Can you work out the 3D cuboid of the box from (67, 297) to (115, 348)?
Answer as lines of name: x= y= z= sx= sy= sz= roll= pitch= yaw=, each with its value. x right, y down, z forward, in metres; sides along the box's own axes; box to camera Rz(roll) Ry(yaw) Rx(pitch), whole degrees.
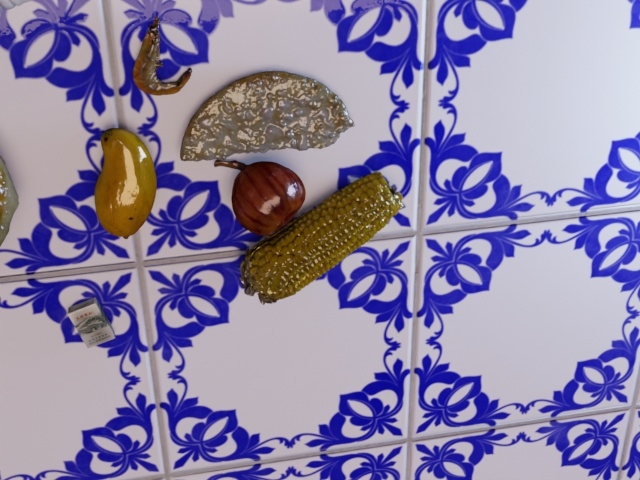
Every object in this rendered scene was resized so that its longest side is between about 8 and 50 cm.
box: x=-0.402 y=0.145 z=1.687 sx=0.054 sy=0.024 sz=0.083 roll=-20 pitch=123 yaw=1

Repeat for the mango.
mango: x=-0.313 y=-0.089 z=1.540 sx=0.098 sy=0.075 sz=0.190 roll=-2 pitch=114 yaw=-18

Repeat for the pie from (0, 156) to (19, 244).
pie: x=-0.592 y=-0.047 z=1.405 sx=0.315 sy=0.092 sz=0.315 roll=-5 pitch=99 yaw=-39

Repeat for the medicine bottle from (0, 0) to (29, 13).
medicine bottle: x=-0.488 y=-0.356 z=1.303 sx=0.237 sy=0.139 sz=0.139 roll=-18 pitch=122 yaw=-1

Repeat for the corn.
corn: x=0.000 y=0.000 z=1.645 sx=0.318 sy=0.115 sz=0.115 roll=-34 pitch=122 yaw=8

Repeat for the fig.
fig: x=-0.097 y=-0.073 z=1.583 sx=0.128 sy=0.150 sz=0.128 roll=-25 pitch=126 yaw=-40

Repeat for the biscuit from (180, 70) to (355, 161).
biscuit: x=-0.086 y=-0.205 z=1.542 sx=0.290 sy=0.038 sz=0.141 roll=-7 pitch=121 yaw=-11

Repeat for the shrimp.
shrimp: x=-0.241 y=-0.280 z=1.469 sx=0.091 sy=0.025 sz=0.127 roll=1 pitch=124 yaw=-14
